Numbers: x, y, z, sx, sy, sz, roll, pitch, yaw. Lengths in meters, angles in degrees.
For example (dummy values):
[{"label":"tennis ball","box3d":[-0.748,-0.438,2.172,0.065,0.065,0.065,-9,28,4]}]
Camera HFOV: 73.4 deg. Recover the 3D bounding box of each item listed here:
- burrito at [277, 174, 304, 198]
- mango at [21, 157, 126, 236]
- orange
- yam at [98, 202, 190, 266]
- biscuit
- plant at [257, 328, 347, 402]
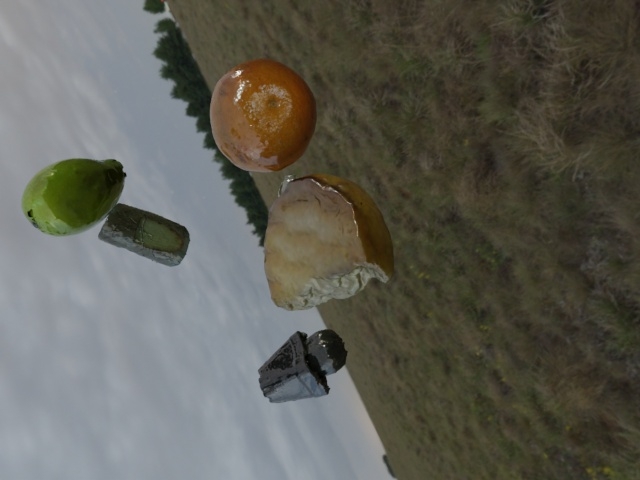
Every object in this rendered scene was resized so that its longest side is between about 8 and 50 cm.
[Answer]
[{"label":"burrito","box3d":[-0.079,-0.016,1.008,0.082,0.059,0.275,20,103,38]},{"label":"mango","box3d":[-0.295,-0.061,0.541,0.165,0.074,0.091,-67,-2,-61]},{"label":"orange","box3d":[-0.115,-0.249,0.878,0.224,0.224,0.170,64,166,-11]},{"label":"yam","box3d":[-0.550,-0.021,1.345,0.254,0.154,0.154,24,-160,-32]},{"label":"biscuit","box3d":[0.001,0.000,0.703,0.274,0.091,0.213,-21,77,52]},{"label":"plant","box3d":[-0.044,0.345,1.180,0.142,0.256,0.164,55,-172,-29]}]
